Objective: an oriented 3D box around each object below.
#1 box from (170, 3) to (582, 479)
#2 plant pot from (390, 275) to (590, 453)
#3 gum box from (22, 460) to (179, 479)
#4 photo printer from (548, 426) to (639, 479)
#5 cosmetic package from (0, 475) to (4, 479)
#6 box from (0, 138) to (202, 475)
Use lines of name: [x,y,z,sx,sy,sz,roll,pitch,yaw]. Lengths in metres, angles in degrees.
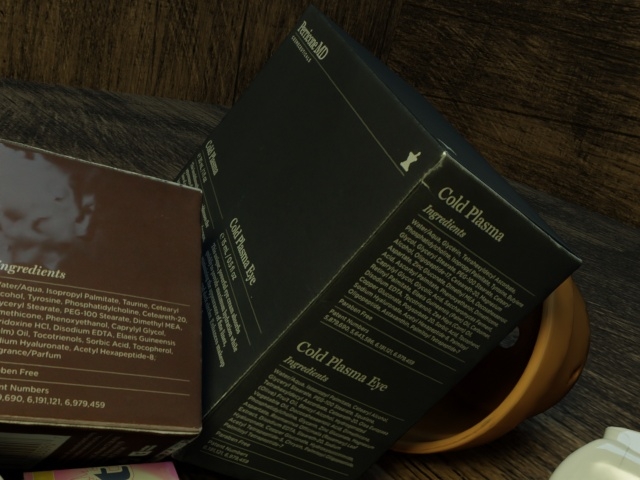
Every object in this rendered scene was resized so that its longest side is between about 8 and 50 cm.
box: [0.000,0.000,0.694,0.179,0.312,0.343,30,20,-33]
plant pot: [0.162,0.090,0.817,0.203,0.290,0.291,22,7,-45]
gum box: [-0.128,0.225,0.470,0.107,0.062,0.188,4,19,-28]
photo printer: [0.240,0.238,0.407,0.256,0.107,0.307,24,-23,27]
cosmetic package: [-0.262,0.165,0.401,0.113,0.160,0.309,-6,24,-45]
box: [-0.198,0.065,0.570,0.167,0.168,0.203,13,58,-30]
